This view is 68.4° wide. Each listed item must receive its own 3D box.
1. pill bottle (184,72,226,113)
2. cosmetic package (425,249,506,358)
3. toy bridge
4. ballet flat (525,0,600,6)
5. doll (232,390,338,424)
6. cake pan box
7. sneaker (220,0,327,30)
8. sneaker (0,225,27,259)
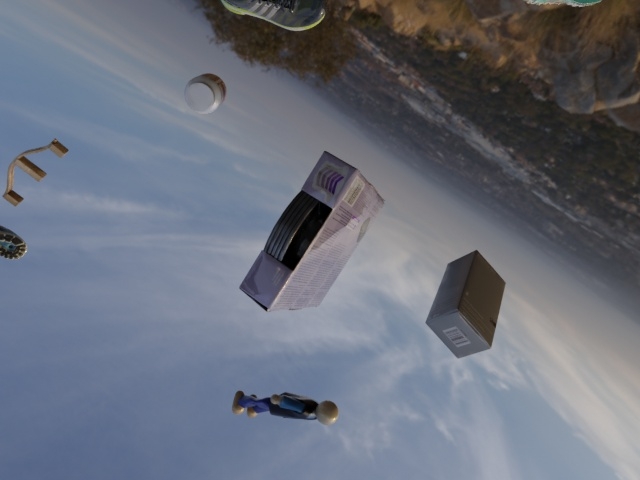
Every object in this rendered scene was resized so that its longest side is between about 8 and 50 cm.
[{"bbox_3d":[-0.276,-0.351,1.125,0.086,0.086,0.152,33,-163,-15],"label":"pill bottle"},{"bbox_3d":[0.349,0.146,1.117,0.127,0.107,0.238,46,-134,-10],"label":"cosmetic package"},{"bbox_3d":[-0.612,-0.153,0.991,0.063,0.188,0.026,44,-161,-24],"label":"toy bridge"},{"bbox_3d":[0.591,-0.628,1.162,0.241,0.091,0.077,-4,-149,-16],"label":"ballet flat"},{"bbox_3d":[-0.051,0.279,0.788,0.189,0.046,0.129,-9,151,33],"label":"doll"},{"bbox_3d":[0.000,0.000,0.787,0.070,0.246,0.267,32,-176,17],"label":"cake pan box"},{"bbox_3d":[-0.130,-0.603,1.172,0.299,0.111,0.121,13,-166,8],"label":"sneaker"},{"bbox_3d":[-0.704,-0.012,0.996,0.162,0.063,0.073,36,172,-21],"label":"sneaker"}]
